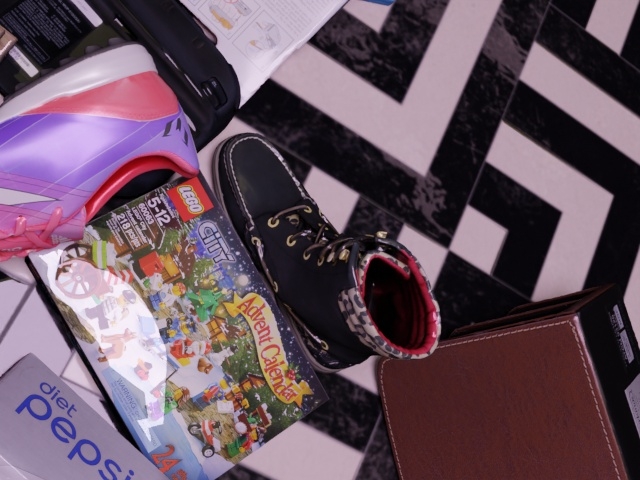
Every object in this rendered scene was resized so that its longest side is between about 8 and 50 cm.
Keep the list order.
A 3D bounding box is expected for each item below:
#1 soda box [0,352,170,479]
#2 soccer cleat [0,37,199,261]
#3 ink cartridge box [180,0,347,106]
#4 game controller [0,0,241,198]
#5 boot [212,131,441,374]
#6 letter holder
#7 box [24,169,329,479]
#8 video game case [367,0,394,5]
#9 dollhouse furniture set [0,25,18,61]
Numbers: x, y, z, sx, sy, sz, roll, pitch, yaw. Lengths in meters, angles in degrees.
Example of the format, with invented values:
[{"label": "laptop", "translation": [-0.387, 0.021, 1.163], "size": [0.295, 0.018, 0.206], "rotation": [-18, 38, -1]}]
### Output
[{"label": "soda box", "translation": [-0.155, 0.223, 0.567], "size": [0.091, 0.098, 0.286], "rotation": [-41, 99, 20]}, {"label": "soccer cleat", "translation": [-0.241, -0.027, 0.567], "size": [0.318, 0.108, 0.116], "rotation": [-33, 94, -14]}, {"label": "ink cartridge box", "translation": [-0.064, -0.270, 0.733], "size": [0.189, 0.066, 0.232], "rotation": [44, 94, -7]}, {"label": "game controller", "translation": [-0.218, -0.190, 0.659], "size": [0.166, 0.067, 0.319], "rotation": [-43, 98, -9]}, {"label": "boot", "translation": [0.002, 0.000, 0.643], "size": [0.085, 0.179, 0.236], "rotation": [-26, 92, -24]}, {"label": "letter holder", "translation": [0.202, 0.219, 0.723], "size": [0.152, 0.214, 0.301], "rotation": [-12, 84, -56]}, {"label": "box", "translation": [-0.117, 0.077, 0.654], "size": [0.159, 0.044, 0.233], "rotation": [-31, 94, -24]}, {"label": "video game case", "translation": [0.022, -0.332, 0.800], "size": [0.119, 0.015, 0.166], "rotation": [4, 79, -22]}, {"label": "dollhouse furniture set", "translation": [-0.291, -0.195, 0.502], "size": [0.161, 0.212, 0.242], "rotation": [39, 90, -10]}]
